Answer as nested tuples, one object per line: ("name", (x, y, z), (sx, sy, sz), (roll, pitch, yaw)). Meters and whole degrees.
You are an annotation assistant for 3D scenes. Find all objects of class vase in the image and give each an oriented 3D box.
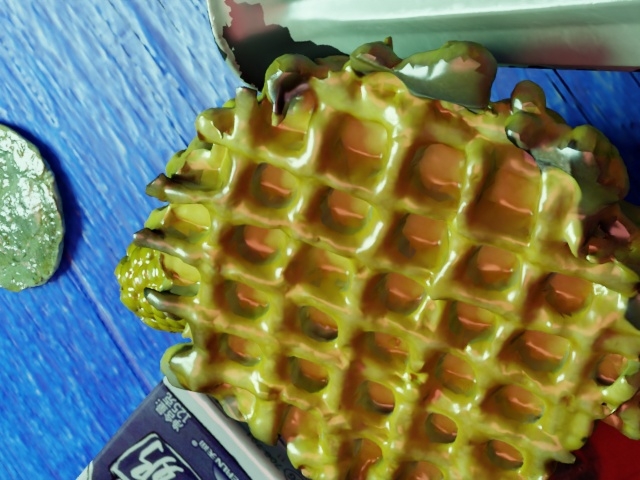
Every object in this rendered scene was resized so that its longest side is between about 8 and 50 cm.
("vase", (0.112, -0.152, 0.879), (0.360, 0.165, 0.165), (-4, 106, 37))

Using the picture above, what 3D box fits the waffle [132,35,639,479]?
("waffle", (0.049, 0.024, 0.912), (0.329, 0.062, 0.329), (11, 125, 16))

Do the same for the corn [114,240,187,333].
("corn", (0.002, 0.004, 1.031), (0.313, 0.102, 0.102), (-16, 99, 37))

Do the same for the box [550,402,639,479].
("box", (0.164, 0.135, 0.995), (0.153, 0.074, 0.239), (-35, 88, 40))

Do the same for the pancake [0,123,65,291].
("pancake", (-0.231, -0.024, 1.203), (0.116, 0.022, 0.129), (3, 109, 28))

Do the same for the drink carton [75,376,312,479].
("drink carton", (-0.084, 0.177, 1.146), (0.134, 0.102, 0.222), (46, 126, 6))
